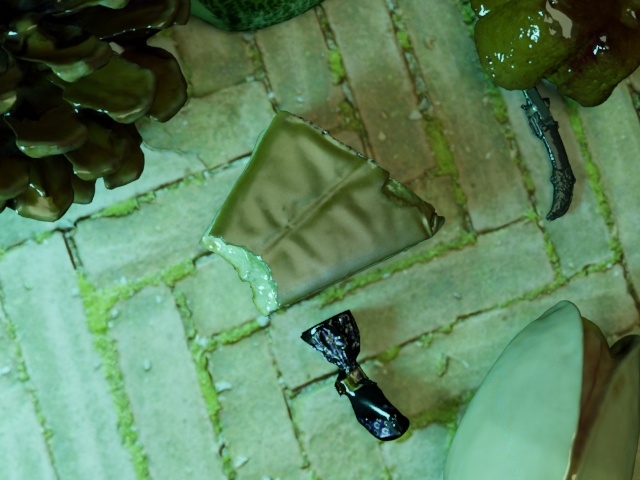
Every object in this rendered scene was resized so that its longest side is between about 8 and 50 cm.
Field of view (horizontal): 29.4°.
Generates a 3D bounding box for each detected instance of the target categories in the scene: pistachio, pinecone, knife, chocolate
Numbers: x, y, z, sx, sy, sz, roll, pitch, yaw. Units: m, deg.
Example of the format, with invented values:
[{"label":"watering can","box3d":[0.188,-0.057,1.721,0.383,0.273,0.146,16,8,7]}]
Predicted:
[{"label":"pistachio","box3d":[0.237,0.209,1.258,0.187,0.187,0.299,26,74,-7]},{"label":"pinecone","box3d":[-0.280,-0.218,1.109,0.384,0.384,0.384,2,82,-11]},{"label":"knife","box3d":[0.256,-0.134,1.396,0.045,0.021,0.222,-11,85,-10]},{"label":"chocolate","box3d":[0.036,0.148,1.288,0.070,0.072,0.147,-23,81,-10]}]

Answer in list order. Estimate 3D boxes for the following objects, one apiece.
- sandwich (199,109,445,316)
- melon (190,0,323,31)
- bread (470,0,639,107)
[{"label":"sandwich","box3d":[0.000,0.000,1.282,0.220,0.108,0.186,30,77,-9]},{"label":"melon","box3d":[-0.039,-0.392,1.305,0.226,0.331,0.343,14,85,29]},{"label":"bread","box3d":[0.290,-0.281,1.366,0.232,0.135,0.247,10,76,-22]}]
